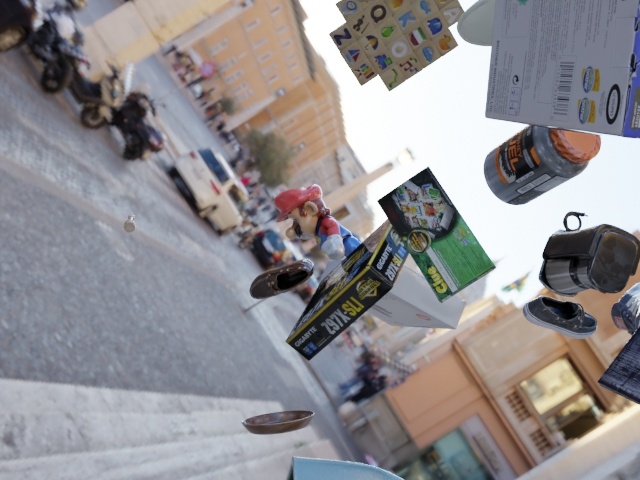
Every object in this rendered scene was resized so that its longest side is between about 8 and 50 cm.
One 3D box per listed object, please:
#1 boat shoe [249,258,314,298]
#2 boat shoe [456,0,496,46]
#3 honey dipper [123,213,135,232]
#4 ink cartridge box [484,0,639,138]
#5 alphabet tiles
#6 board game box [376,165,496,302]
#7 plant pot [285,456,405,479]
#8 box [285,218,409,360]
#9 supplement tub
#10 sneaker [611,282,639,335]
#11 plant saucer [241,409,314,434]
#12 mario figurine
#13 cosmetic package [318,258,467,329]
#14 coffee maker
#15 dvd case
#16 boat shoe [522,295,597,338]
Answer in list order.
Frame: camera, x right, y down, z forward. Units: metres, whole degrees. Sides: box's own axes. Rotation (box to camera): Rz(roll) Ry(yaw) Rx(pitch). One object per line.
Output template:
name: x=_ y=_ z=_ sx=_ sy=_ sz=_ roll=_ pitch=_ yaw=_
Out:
boat shoe: x=-0.115 y=0.114 z=2.369 sx=0.073 sy=0.207 sz=0.073 roll=57 pitch=18 yaw=-17
boat shoe: x=0.427 y=-0.495 z=1.697 sx=0.116 sy=0.319 sz=0.099 roll=49 pitch=39 yaw=-26
honey dipper: x=-0.518 y=-0.049 z=2.277 sx=0.030 sy=0.030 sz=0.160 roll=59 pitch=-5 yaw=-14
ink cartridge box: x=0.439 y=-0.300 z=1.299 sx=0.395 sy=0.151 sz=0.270 roll=-153 pitch=-116 yaw=-63
alphabet tiles: x=0.208 y=-0.578 z=2.242 sx=0.285 sy=0.342 sz=0.011 roll=54 pitch=8 yaw=-23
board game box: x=0.238 y=-0.014 z=1.736 sx=0.260 sy=0.136 sz=0.030 roll=60 pitch=8 yaw=21
plant pot: x=0.064 y=0.571 z=1.628 sx=0.247 sy=0.252 sz=0.248 roll=101 pitch=-14 yaw=-58
box: x=0.076 y=0.097 z=1.881 sx=0.079 sy=0.322 sz=0.257 roll=39 pitch=38 yaw=-7
supplement tub: x=0.618 y=-0.235 z=2.339 sx=0.194 sy=0.193 sz=0.316 roll=58 pitch=-32 yaw=3
sneaker: x=0.783 y=0.199 z=2.050 sx=0.350 sy=0.148 sz=0.131 roll=-30 pitch=99 yaw=-57
plant saucer: x=-0.096 y=0.418 z=1.915 sx=0.168 sy=0.168 sz=0.029 roll=75 pitch=7 yaw=-87
mario figurine: x=0.000 y=0.000 z=2.136 sx=0.320 sy=0.170 sz=0.198 roll=41 pitch=-40 yaw=5
cosmetic package: x=0.196 y=0.151 z=2.394 sx=0.284 sy=0.097 sz=0.377 roll=27 pitch=-14 yaw=-19
coffee maker: x=0.505 y=0.018 z=1.579 sx=0.178 sy=0.120 sz=0.171 roll=159 pitch=-71 yaw=-73
dvd case: x=0.616 y=0.197 z=1.482 sx=0.018 sy=0.221 sz=0.164 roll=43 pitch=-8 yaw=-26
boat shoe: x=0.610 y=0.181 z=2.075 sx=0.228 sy=0.076 sz=0.080 roll=18 pitch=48 yaw=-22
